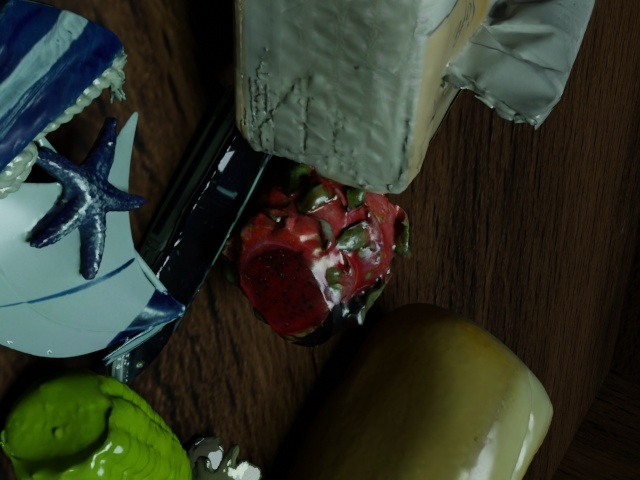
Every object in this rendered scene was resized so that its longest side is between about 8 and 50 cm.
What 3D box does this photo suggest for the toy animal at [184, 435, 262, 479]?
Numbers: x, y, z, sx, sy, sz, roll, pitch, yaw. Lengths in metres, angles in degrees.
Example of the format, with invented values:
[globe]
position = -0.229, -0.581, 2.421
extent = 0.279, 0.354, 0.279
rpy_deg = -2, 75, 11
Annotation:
[toy animal]
position = -0.126, 0.289, 0.811
extent = 0.186, 0.093, 0.214
rpy_deg = -47, 152, -27

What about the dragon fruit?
[dragon fruit]
position = 0.000, 0.000, 0.749
extent = 0.172, 0.160, 0.167
rpy_deg = -48, 152, -50

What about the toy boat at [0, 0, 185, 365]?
[toy boat]
position = -0.161, -0.026, 0.535
extent = 0.291, 0.070, 0.210
rpy_deg = 28, 88, -57

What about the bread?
[bread]
position = 0.108, 0.272, 1.015
extent = 0.376, 0.253, 0.348
rpy_deg = -60, 155, -12

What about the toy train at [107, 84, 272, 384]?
[toy train]
position = -0.110, -0.003, 0.677
extent = 0.055, 0.048, 0.252
rpy_deg = 33, 85, -51

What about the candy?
[candy]
position = -0.155, 0.168, 0.660
extent = 0.097, 0.096, 0.209
rpy_deg = -60, 153, -17

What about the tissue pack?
[tissue pack]
position = 0.093, -0.204, 0.631
extent = 0.239, 0.238, 0.305
rpy_deg = 81, 28, -42
